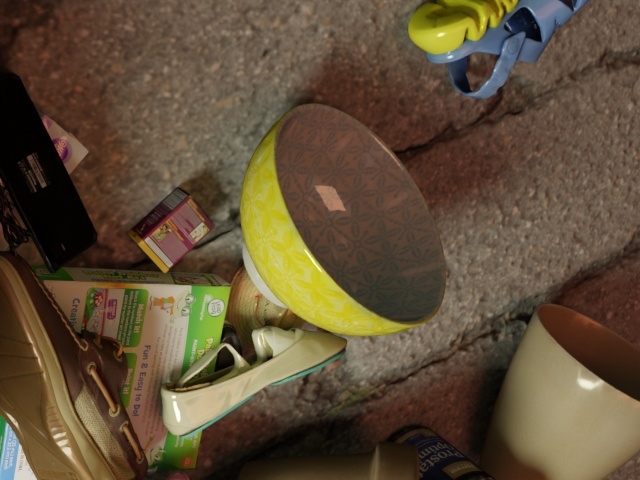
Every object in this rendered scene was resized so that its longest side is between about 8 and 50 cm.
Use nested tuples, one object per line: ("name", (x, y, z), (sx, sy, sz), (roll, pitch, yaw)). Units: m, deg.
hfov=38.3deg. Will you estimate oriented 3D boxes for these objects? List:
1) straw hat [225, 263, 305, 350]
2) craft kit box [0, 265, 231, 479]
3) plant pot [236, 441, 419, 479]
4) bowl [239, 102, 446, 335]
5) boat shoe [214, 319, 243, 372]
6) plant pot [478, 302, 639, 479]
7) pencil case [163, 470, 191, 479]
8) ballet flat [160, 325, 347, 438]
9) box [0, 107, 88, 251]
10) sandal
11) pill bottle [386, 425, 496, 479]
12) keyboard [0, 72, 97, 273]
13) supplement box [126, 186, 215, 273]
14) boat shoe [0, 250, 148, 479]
("straw hat", (-0.049, 0.086, 1.177), (0.144, 0.061, 0.144), (-11, 112, -28))
("craft kit box", (-0.245, 0.157, 1.086), (0.247, 0.061, 0.250), (6, 104, -31))
("plant pot", (-0.002, 0.377, 1.197), (0.229, 0.263, 0.263), (10, 104, 4))
("bowl", (0.000, 0.000, 1.098), (0.289, 0.289, 0.156), (29, 132, -36))
("boat shoe", (-0.118, 0.163, 1.172), (0.046, 0.038, 0.125), (-10, 117, -28))
("plant pot", (0.369, 0.280, 1.420), (0.256, 0.256, 0.274), (15, 115, -35))
("pencil case", (-0.295, 0.414, 1.049), (0.386, 0.160, 0.167), (-24, 118, -20))
("ballet flat", (-0.082, 0.150, 1.113), (0.248, 0.086, 0.086), (-26, 119, -23))
("box", (-0.371, 0.006, 0.945), (0.324, 0.067, 0.063), (-52, 124, -7))
("sandal", (0.262, -0.294, 1.207), (0.317, 0.126, 0.138), (-30, 124, -10))
("pill bottle", (0.185, 0.368, 1.325), (0.123, 0.219, 0.123), (-11, 112, -28))
("keyboard", (-0.297, -0.060, 0.901), (0.100, 0.038, 0.192), (-43, 117, -49))
("supplement box", (-0.174, -0.012, 1.074), (0.083, 0.043, 0.055), (-43, 124, -11))
("boat shoe", (-0.269, 0.148, 0.982), (0.123, 0.123, 0.342), (-46, 125, -47))
